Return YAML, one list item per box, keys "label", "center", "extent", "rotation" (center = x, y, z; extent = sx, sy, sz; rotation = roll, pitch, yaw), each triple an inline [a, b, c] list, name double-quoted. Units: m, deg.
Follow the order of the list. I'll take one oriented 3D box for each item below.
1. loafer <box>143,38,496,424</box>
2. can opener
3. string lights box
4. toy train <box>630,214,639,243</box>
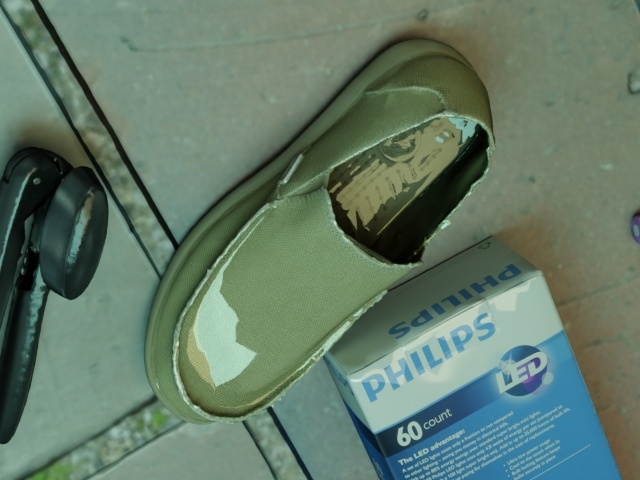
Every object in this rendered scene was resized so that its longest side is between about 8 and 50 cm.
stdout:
- label: "loafer"
  center: [0.000, 0.000, 0.941]
  extent: [0.102, 0.092, 0.268]
  rotation: [37, 94, -24]
- label: "can opener"
  center: [-0.173, 0.034, 0.920]
  extent: [0.059, 0.073, 0.186]
  rotation: [13, 112, -28]
- label: "string lights box"
  center: [0.110, 0.145, 1.029]
  extent: [0.133, 0.077, 0.260]
  rotation: [-27, 113, -8]
- label: "toy train"
  center: [0.271, -0.004, 1.048]
  extent: [0.125, 0.046, 0.166]
  rotation: [-33, 113, -4]
